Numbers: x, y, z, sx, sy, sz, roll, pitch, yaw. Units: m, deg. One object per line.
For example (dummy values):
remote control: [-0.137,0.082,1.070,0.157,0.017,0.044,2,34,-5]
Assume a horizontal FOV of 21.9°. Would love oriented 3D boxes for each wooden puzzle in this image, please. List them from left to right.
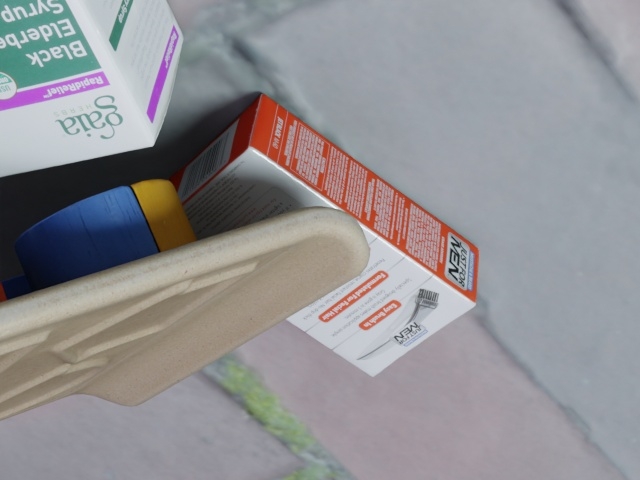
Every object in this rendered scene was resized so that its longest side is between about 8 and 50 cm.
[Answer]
wooden puzzle: [-0.194,0.057,0.884,0.348,0.080,0.322,-12,167,-36]

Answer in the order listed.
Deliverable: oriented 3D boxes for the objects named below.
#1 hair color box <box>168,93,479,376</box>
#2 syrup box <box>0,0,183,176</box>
hair color box: [0.000,0.000,0.955,0.167,0.053,0.093,36,128,-21]
syrup box: [-0.158,-0.151,0.808,0.093,0.096,0.237,-10,129,17]
